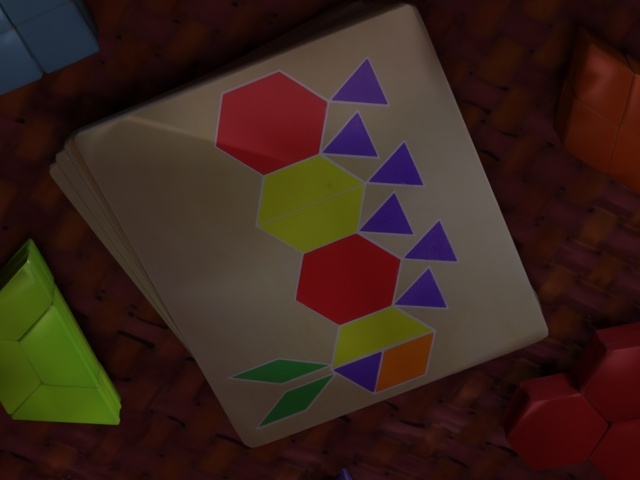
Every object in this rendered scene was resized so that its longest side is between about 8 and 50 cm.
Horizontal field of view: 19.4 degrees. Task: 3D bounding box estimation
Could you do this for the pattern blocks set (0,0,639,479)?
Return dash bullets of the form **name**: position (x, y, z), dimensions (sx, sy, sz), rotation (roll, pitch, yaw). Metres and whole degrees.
- **pattern blocks set**: position (0.000, 0.000, 0.726), dimensions (0.285, 0.026, 0.325), rotation (-14, 126, 2)
